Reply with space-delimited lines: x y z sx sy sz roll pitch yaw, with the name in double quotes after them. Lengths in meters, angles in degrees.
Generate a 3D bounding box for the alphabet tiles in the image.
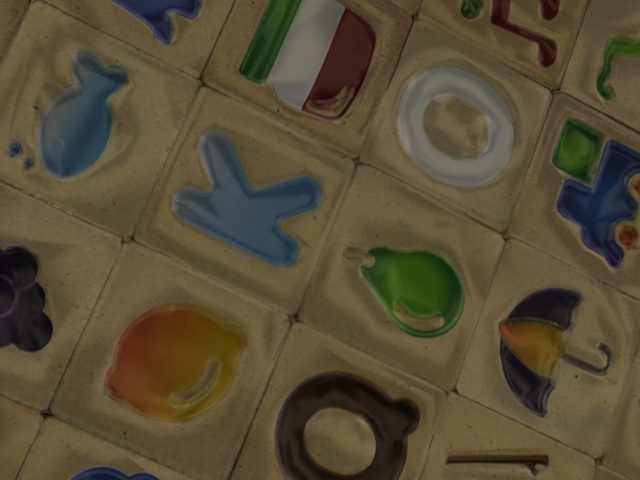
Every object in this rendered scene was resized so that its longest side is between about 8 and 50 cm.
0.000 0.000 0.426 0.343 0.285 0.011 26 162 -13 "alphabet tiles"
